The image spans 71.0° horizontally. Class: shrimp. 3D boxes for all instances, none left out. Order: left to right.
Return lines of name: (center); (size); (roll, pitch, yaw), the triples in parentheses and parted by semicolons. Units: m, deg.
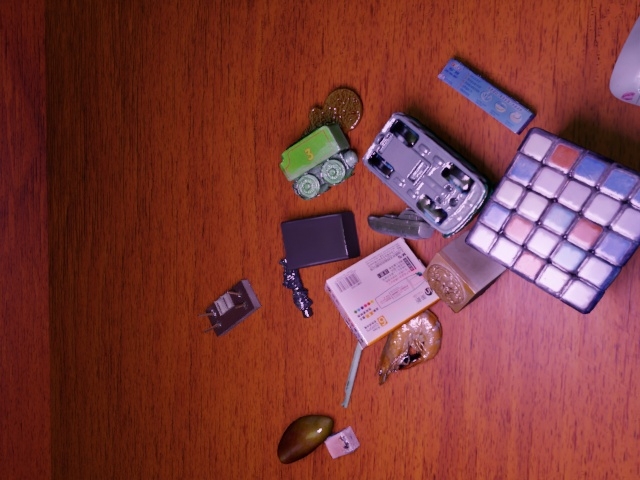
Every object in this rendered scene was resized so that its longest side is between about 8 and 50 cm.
shrimp: (0.263, 0.332, 1.345); (0.152, 0.063, 0.287); (27, 105, 17)

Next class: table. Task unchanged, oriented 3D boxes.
table: (-0.359, 0.264, 1.706); (0.240, 0.111, 0.121); (-39, 71, 28)

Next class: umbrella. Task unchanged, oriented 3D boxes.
umbrella: (-0.087, 0.164, 1.555); (0.224, 0.071, 0.080); (68, 160, 4)

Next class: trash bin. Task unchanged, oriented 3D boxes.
trash bin: (0.000, 0.000, 1.463); (0.225, 0.115, 0.165); (-10, 88, 31)

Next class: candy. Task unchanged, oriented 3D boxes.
candy: (0.123, 0.348, 1.421); (0.119, 0.119, 0.440); (21, 111, 30)

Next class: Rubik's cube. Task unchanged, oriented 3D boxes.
Rubik's cube: (0.545, -0.049, 1.003); (0.293, 0.292, 0.287); (35, 109, 25)

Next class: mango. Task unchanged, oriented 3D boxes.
mango: (-0.058, 0.663, 1.521); (0.111, 0.133, 0.267); (47, 119, 3)

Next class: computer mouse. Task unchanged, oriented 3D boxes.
computer mouse: (0.756, -0.437, 0.964); (0.159, 0.097, 0.288); (30, 107, 26)

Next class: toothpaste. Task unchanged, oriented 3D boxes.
toothpaste: (0.440, -0.387, 1.197); (0.272, 0.053, 0.066); (46, 119, 22)

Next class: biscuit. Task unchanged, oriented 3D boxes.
biscuit: (0.042, -0.381, 1.456); (0.180, 0.039, 0.236); (50, 116, 12)

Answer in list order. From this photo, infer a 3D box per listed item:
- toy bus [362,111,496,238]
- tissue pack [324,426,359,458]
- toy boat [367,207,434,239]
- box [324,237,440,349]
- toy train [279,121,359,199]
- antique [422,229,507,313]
toy bus: (0.299, -0.175, 1.207); (0.343, 0.199, 0.183); (48, 118, 21)
tissue pack: (0.069, 0.667, 1.481); (0.094, 0.058, 0.074); (-38, 75, 29)
toy boat: (0.221, -0.054, 1.300); (0.260, 0.078, 0.085); (14, 95, 59)
box: (0.180, 0.147, 1.280); (0.274, 0.091, 0.221); (-28, 71, -12)
toy train: (-0.007, -0.246, 1.418); (0.243, 0.132, 0.188); (-28, 95, 29)
antique: (0.368, 0.088, 1.181); (0.147, 0.148, 0.152); (49, 157, 21)
